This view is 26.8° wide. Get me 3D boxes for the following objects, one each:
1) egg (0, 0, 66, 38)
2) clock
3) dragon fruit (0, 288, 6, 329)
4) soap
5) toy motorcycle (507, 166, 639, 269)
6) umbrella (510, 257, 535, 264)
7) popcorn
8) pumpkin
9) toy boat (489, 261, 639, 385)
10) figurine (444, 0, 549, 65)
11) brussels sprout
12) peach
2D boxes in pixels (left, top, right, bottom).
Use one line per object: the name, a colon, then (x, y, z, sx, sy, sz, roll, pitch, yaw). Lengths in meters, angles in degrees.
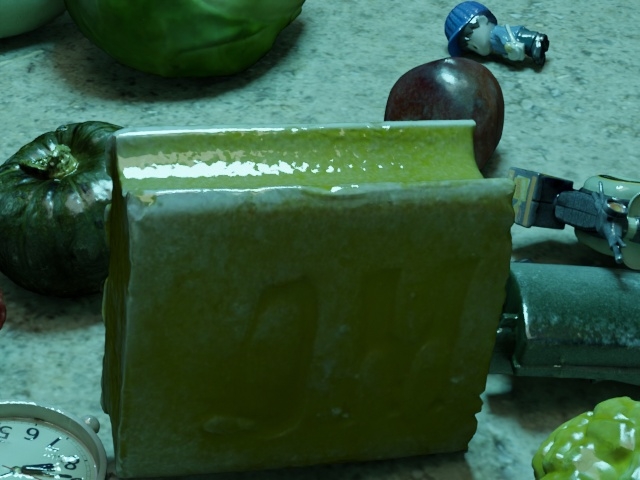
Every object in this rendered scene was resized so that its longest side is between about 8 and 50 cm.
egg: (-0.477, -0.400, 1.948, 0.295, 0.218, 0.218, -30, 42, -22)
clock: (-0.262, 0.206, 1.151, 0.229, 0.063, 0.155, 14, 31, -3)
dragon fruit: (-0.467, 0.157, 1.231, 0.286, 0.228, 0.329, -26, 51, 19)
soap: (-0.017, 0.049, 1.149, 0.335, 0.293, 0.156, -1, 35, -16)
toy motorcycle: (0.315, -0.019, 1.389, 0.157, 0.090, 0.263, 6, 9, -24)
umbrella: (0.124, 0.057, 1.366, 0.224, 0.071, 0.080, -12, 41, -18)
popcorn: (0.251, 0.203, 1.074, 0.174, 0.142, 0.173, -3, 28, 2)
pumpkin: (-0.259, -0.037, 1.447, 0.224, 0.157, 0.223, -9, 38, 7)
toy boat: (0.311, 0.087, 1.303, 0.320, 0.092, 0.141, 3, 32, -6)
figurine: (0.243, -0.286, 1.878, 0.149, 0.087, 0.086, 14, -1, 20)
brussels sprout: (-0.168, -0.370, 1.855, 0.371, 0.275, 0.315, -13, 22, -28)
peach: (0.154, -0.157, 1.617, 0.152, 0.152, 0.152, -1, 34, 1)
